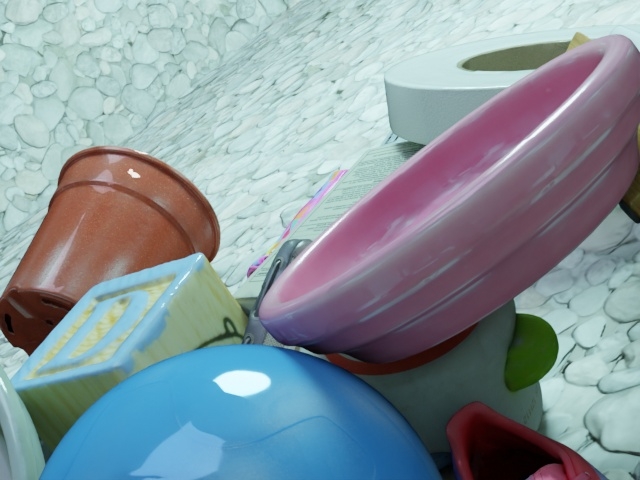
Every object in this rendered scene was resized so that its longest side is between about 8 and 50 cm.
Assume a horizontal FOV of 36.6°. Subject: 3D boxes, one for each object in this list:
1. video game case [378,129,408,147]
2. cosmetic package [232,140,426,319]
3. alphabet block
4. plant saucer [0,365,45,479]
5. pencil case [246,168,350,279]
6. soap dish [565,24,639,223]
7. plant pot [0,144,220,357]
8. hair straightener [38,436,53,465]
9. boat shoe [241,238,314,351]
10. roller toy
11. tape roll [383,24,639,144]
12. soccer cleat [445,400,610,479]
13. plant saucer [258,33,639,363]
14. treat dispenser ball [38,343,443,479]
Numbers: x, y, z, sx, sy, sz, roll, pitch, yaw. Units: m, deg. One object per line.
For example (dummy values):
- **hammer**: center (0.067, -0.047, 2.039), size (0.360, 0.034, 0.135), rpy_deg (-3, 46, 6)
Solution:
- **video game case**: center (0.154, -0.140, 1.456), size (0.183, 0.023, 0.201), rpy_deg (-15, 27, 37)
- **cosmetic package**: center (0.056, 0.018, 1.117), size (0.153, 0.129, 0.296), rpy_deg (-3, 36, 48)
- **alphabet block**: center (-0.180, 0.160, 1.045), size (0.193, 0.197, 0.192), rpy_deg (-15, 29, 37)
- **plant saucer**: center (-0.373, 0.289, 0.976), size (0.400, 0.400, 0.100), rpy_deg (-8, -13, 40)
- **pencil case**: center (0.000, 0.000, 1.270), size (0.104, 0.104, 0.236), rpy_deg (-10, 30, 44)
- **soap dish**: center (0.315, -0.053, 0.814), size (0.118, 0.229, 0.291), rpy_deg (-45, 19, 15)
- **plant pot**: center (-0.319, 0.048, 1.412), size (0.272, 0.272, 0.265), rpy_deg (-17, 35, 35)
- **hair straightener**: center (-0.278, 0.239, 1.230), size (0.230, 0.047, 0.089), rpy_deg (-24, 23, 9)
- **boat shoe**: center (-0.043, 0.132, 0.918), size (0.092, 0.103, 0.285), rpy_deg (17, 86, 40)
- **roller toy**: center (0.088, 0.120, 0.835), size (0.191, 0.146, 0.209), rpy_deg (-31, 30, -15)
- **tape roll**: center (0.270, -0.191, 1.159), size (0.392, 0.072, 0.392), rpy_deg (-7, 19, 3)
- **soccer cleat**: center (0.172, 0.202, 0.590), size (0.108, 0.116, 0.318), rpy_deg (-36, 22, -8)
- **plant saucer**: center (0.105, -0.020, 0.717), size (0.332, 0.084, 0.332), rpy_deg (-37, 7, 5)
- **treat dispenser ball**: center (-0.051, 0.213, 0.641), size (0.288, 0.288, 0.288), rpy_deg (-28, 23, 12)
